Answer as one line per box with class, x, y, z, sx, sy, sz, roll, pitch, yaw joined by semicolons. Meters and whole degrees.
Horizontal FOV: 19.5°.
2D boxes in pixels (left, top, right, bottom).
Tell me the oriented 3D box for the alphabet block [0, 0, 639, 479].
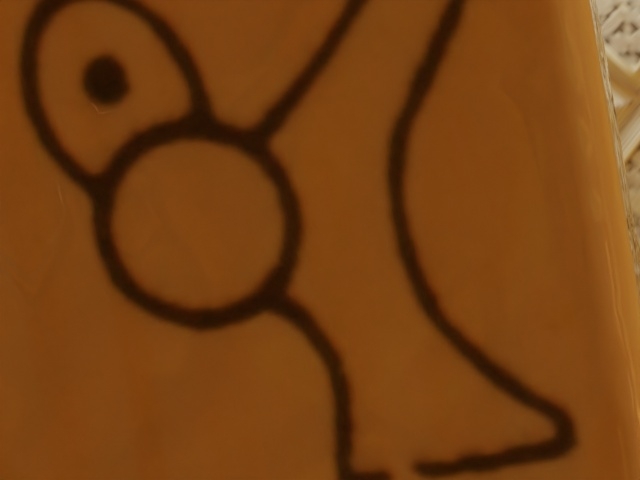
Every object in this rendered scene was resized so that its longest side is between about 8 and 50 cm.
alphabet block;0.000;0.000;0.563;0.192;0.193;0.197;-9;-80;8
